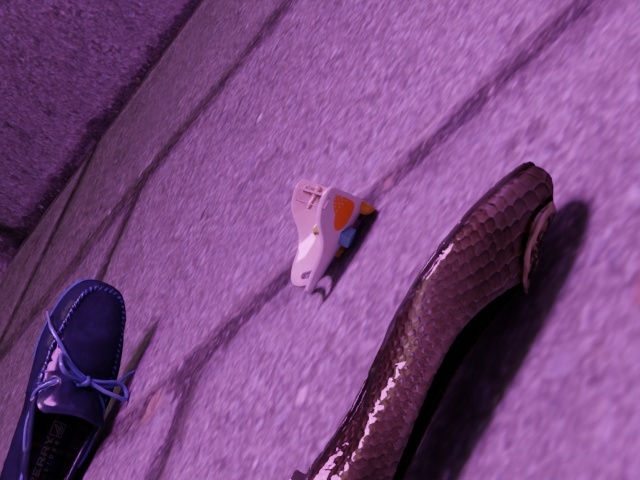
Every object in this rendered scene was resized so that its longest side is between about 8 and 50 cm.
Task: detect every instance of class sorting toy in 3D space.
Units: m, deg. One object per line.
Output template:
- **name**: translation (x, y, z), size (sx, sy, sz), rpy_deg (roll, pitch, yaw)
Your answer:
- **sorting toy**: translation (0.000, 0.000, 0.994), size (0.075, 0.044, 0.083), rpy_deg (-67, 15, 1)

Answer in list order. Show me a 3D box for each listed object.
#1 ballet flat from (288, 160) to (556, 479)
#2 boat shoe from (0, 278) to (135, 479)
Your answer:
- **ballet flat**: translation (0.049, 0.075, 0.671), size (0.250, 0.058, 0.084), rpy_deg (-56, -21, -6)
- **boat shoe**: translation (-0.242, 0.168, 1.397), size (0.089, 0.109, 0.258), rpy_deg (9, 85, 67)
